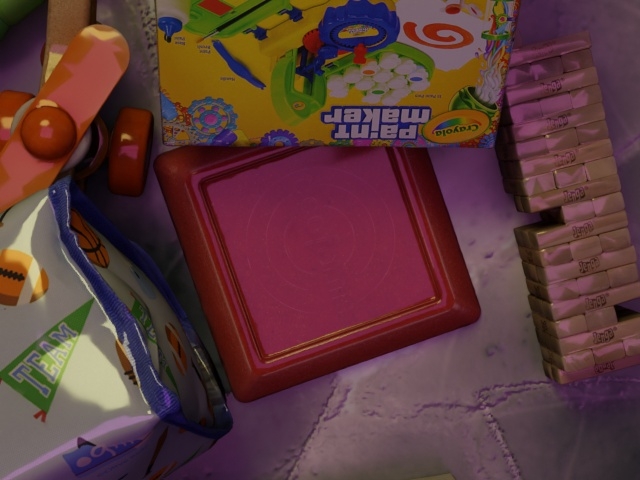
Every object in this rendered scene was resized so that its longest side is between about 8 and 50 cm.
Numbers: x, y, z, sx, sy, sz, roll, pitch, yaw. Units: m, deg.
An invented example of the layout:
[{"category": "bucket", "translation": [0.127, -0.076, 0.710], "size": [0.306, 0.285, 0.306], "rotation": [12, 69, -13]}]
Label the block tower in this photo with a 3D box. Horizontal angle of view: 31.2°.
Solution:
[{"category": "block tower", "translation": [0.231, -0.037, 1.089], "size": [0.097, 0.091, 0.335], "rotation": [-15, 94, -3]}]

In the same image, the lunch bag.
[{"category": "lunch bag", "translation": [-0.258, 0.141, 0.928], "size": [0.328, 0.385, 0.239], "rotation": [-26, 74, -1]}]

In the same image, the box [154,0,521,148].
[{"category": "box", "translation": [0.010, -0.236, 0.958], "size": [0.290, 0.177, 0.279], "rotation": [1, 131, -4]}]

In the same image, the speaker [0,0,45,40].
[{"category": "speaker", "translation": [-0.242, -0.298, 1.025], "size": [0.296, 0.131, 0.131], "rotation": [-40, 94, -1]}]

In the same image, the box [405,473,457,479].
[{"category": "box", "translation": [0.041, 0.300, 1.086], "size": [0.203, 0.103, 0.114], "rotation": [-7, 93, -3]}]

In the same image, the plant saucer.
[{"category": "plant saucer", "translation": [0.000, 0.000, 1.098], "size": [0.259, 0.048, 0.258], "rotation": [-19, 94, -3]}]

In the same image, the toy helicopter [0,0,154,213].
[{"category": "toy helicopter", "translation": [-0.211, -0.154, 0.937], "size": [0.140, 0.235, 0.355], "rotation": [8, 119, -4]}]
